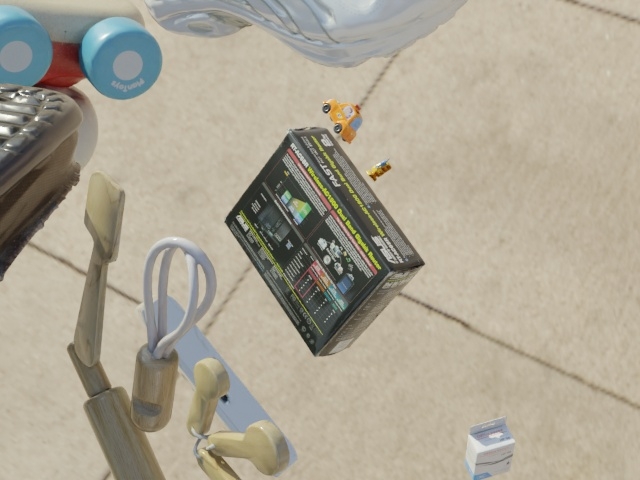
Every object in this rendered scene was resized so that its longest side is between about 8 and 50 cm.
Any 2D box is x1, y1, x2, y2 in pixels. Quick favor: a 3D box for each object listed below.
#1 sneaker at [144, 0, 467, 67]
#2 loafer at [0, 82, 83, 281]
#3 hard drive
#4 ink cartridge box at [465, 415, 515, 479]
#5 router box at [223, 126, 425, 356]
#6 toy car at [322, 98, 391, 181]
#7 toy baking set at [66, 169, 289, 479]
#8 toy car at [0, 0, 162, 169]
[{"bbox_3d":[-0.025,-0.154,0.606,0.232,0.115,0.090,8,61,36],"label":"sneaker"},{"bbox_3d":[-0.264,0.039,0.725,0.134,0.130,0.366,15,48,27],"label":"loafer"},{"bbox_3d":[-0.119,0.143,1.309,0.040,0.307,0.203,-39,94,-10],"label":"hard drive"},{"bbox_3d":[0.197,0.242,1.437,0.048,0.083,0.028,-15,51,-10],"label":"ink cartridge box"},{"bbox_3d":[0.000,0.000,0.811,0.122,0.038,0.092,55,129,21],"label":"router box"},{"bbox_3d":[0.048,-0.130,1.514,0.040,0.122,0.060,-33,48,10],"label":"toy car"},{"bbox_3d":[-0.090,0.092,0.742,0.030,0.197,0.256,-20,78,-39],"label":"toy baking set"},{"bbox_3d":[-0.292,-0.137,1.217,0.219,0.210,0.238,44,126,48],"label":"toy car"}]
